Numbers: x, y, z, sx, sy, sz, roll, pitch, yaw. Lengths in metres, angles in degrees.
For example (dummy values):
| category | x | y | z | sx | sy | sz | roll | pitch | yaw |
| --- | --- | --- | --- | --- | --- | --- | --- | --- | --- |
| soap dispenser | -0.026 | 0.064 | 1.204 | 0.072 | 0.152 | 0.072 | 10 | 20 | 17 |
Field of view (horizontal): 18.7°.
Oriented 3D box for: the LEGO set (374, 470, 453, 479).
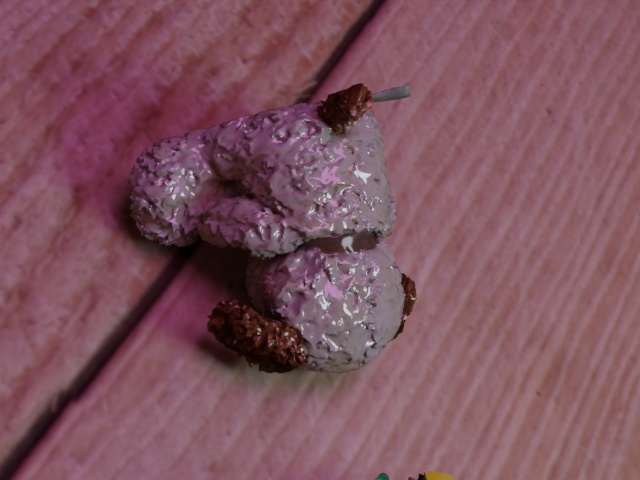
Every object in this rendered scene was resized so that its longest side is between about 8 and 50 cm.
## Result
| category | x | y | z | sx | sy | sz | roll | pitch | yaw |
| --- | --- | --- | --- | --- | --- | --- | --- | --- | --- |
| LEGO set | 0.185 | 0.278 | 1.467 | 0.331 | 0.192 | 0.255 | 34 | 27 | -4 |

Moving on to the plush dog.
| category | x | y | z | sx | sy | sz | roll | pitch | yaw |
| --- | --- | --- | --- | --- | --- | --- | --- | --- | --- |
| plush dog | 0.000 | 0.000 | 1.626 | 0.262 | 0.210 | 0.225 | -10 | 86 | -40 |
